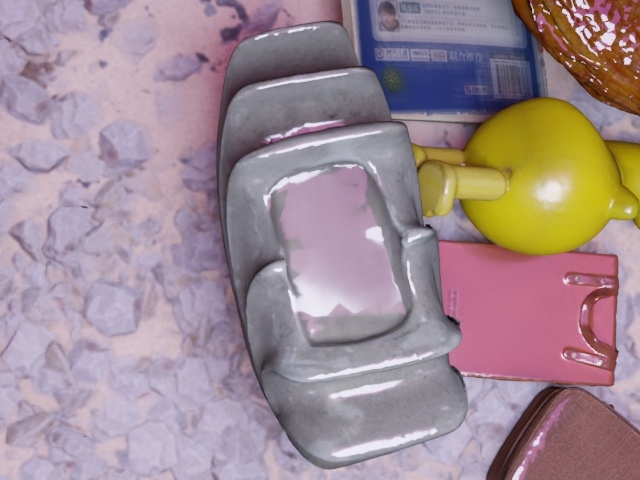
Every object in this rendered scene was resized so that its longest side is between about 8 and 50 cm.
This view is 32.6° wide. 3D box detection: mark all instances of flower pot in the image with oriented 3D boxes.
[{"bbox_3d":[0.000,0.000,0.920,0.165,0.254,0.367,-13,85,-7],"label":"flower pot"}]

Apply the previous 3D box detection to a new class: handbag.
[{"bbox_3d":[0.186,0.070,1.039,0.190,0.063,0.127,6,81,-5],"label":"handbag"},{"bbox_3d":[0.255,0.240,1.020,0.193,0.072,0.151,43,79,-3],"label":"handbag"}]

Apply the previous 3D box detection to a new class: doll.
[{"bbox_3d":[0.237,-0.061,1.017,0.363,0.199,0.145,1,114,-27],"label":"doll"}]

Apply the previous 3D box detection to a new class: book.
[{"bbox_3d":[0.116,-0.269,1.060,0.228,0.018,0.322,0,81,-29],"label":"book"}]

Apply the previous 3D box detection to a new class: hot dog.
[{"bbox_3d":[0.293,-0.208,1.027,0.272,0.122,0.196,32,35,-11],"label":"hot dog"}]
